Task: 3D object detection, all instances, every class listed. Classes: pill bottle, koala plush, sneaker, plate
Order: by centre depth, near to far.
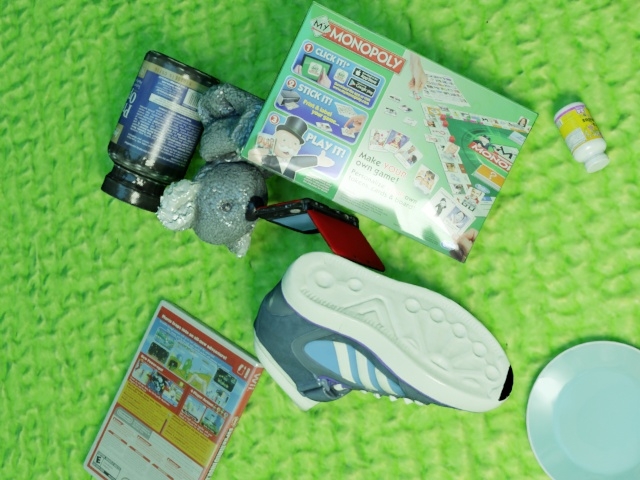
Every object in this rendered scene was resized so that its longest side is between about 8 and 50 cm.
[{"bbox_3d":[0.335,0.213,1.401,0.188,0.024,0.188,-6,78,31],"label":"plate"},{"bbox_3d":[0.323,-0.126,1.458,0.043,0.043,0.083,-33,67,22],"label":"pill bottle"},{"bbox_3d":[0.065,0.159,1.535,0.322,0.130,0.236,28,141,0],"label":"sneaker"},{"bbox_3d":[-0.114,-0.090,1.640,0.203,0.196,0.221,30,98,43],"label":"koala plush"},{"bbox_3d":[-0.240,-0.158,1.754,0.122,0.123,0.219,26,94,32],"label":"pill bottle"}]

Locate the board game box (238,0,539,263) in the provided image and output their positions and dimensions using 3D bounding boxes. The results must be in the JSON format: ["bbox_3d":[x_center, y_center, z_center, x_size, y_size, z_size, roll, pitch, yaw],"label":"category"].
[{"bbox_3d":[0.085,-0.134,1.493,0.317,0.046,0.214,26,95,-6],"label":"board game box"}]

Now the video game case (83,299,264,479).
[{"bbox_3d":[-0.217,0.257,1.723,0.204,0.025,0.285,30,97,32],"label":"video game case"}]

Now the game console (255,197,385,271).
[{"bbox_3d":[0.000,0.000,1.568,0.124,0.144,0.085,-10,74,28],"label":"game console"}]
